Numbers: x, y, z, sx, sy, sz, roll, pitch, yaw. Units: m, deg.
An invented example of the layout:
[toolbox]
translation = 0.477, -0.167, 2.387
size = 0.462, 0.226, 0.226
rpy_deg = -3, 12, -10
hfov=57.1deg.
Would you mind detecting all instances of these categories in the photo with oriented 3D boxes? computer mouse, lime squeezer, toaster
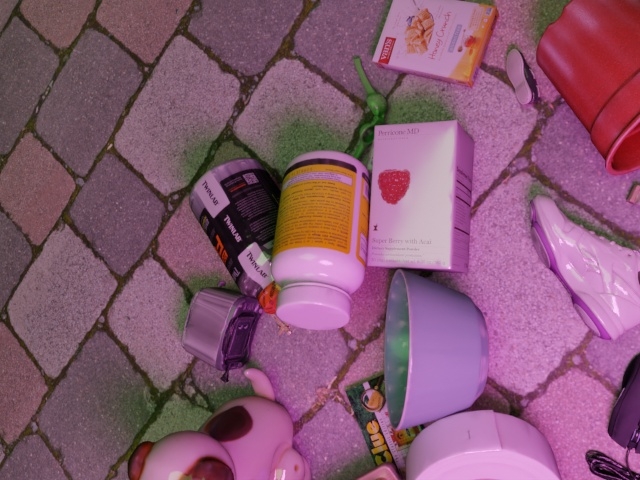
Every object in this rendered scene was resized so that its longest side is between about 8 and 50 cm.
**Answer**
[computer mouse]
translation = 0.613, 0.347, 1.057
size = 0.184, 0.060, 0.261
rpy_deg = 25, 96, 26
[lime squeezer]
translation = 0.098, -0.278, 1.370
size = 0.110, 0.059, 0.310
rpy_deg = 8, 89, 26
[toaster]
translation = -0.246, 0.218, 1.446
size = 0.147, 0.129, 0.226
rpy_deg = 18, 95, 30

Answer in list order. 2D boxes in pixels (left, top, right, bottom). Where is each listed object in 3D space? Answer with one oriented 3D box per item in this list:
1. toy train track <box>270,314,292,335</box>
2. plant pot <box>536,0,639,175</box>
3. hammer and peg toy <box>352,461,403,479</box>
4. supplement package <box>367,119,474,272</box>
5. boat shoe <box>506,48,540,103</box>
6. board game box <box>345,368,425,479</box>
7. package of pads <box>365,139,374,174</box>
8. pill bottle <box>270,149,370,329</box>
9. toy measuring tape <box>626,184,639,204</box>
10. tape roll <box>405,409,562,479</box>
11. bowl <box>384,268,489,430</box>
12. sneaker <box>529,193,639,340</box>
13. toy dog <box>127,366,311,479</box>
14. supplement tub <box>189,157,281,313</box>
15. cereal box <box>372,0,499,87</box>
[toy train track]
translation = -0.102, 0.201, 1.439
size = 0.083, 0.014, 0.048
rpy_deg = 43, 103, 23
[plant pot]
translation = 0.551, -0.306, 1.058
size = 0.272, 0.272, 0.265
rpy_deg = -38, 62, 18
[hammer and peg toy]
translation = 0.076, 0.653, 1.226
size = 0.361, 0.127, 0.266
rpy_deg = -38, 84, 18
[supplement package]
translation = 0.212, -0.083, 1.228
size = 0.178, 0.175, 0.292
rpy_deg = 1, 85, 26
[boat shoe]
translation = 0.426, -0.342, 1.229
size = 0.046, 0.038, 0.125
rpy_deg = 133, 127, -60
[board game box]
translation = 0.163, 0.426, 1.283
size = 0.136, 0.030, 0.259
rpy_deg = -30, 73, 22
[package of pads]
translation = 0.135, -0.186, 1.351
size = 0.050, 0.032, 0.083
rpy_deg = 16, 92, 8
[pill bottle]
translation = 0.000, 0.000, 1.187
size = 0.188, 0.188, 0.333
rpy_deg = -8, 58, 25
[toy measuring tape]
translation = 0.722, -0.023, 1.040
size = 0.330, 0.121, 0.121
rpy_deg = 30, 98, 48
[tape roll]
translation = 0.300, 0.455, 1.092
size = 0.286, 0.100, 0.286
rpy_deg = 3, 117, 6
[bowl]
translation = 0.225, 0.214, 1.150
size = 0.163, 0.311, 0.311
rpy_deg = 3, 86, 0
[sneaker]
translation = 0.516, 0.032, 1.125
size = 0.152, 0.114, 0.305
rpy_deg = -30, 77, 6
[toy dog]
translation = -0.202, 0.489, 1.239
size = 0.285, 0.408, 0.395
rpy_deg = 16, 92, 26
[supplement tub]
translation = -0.145, -0.011, 1.375
size = 0.207, 0.207, 0.338
rpy_deg = -41, 69, 17
[cereal box]
translation = 0.253, -0.453, 1.317
size = 0.240, 0.047, 0.172
rpy_deg = 20, 94, 26
